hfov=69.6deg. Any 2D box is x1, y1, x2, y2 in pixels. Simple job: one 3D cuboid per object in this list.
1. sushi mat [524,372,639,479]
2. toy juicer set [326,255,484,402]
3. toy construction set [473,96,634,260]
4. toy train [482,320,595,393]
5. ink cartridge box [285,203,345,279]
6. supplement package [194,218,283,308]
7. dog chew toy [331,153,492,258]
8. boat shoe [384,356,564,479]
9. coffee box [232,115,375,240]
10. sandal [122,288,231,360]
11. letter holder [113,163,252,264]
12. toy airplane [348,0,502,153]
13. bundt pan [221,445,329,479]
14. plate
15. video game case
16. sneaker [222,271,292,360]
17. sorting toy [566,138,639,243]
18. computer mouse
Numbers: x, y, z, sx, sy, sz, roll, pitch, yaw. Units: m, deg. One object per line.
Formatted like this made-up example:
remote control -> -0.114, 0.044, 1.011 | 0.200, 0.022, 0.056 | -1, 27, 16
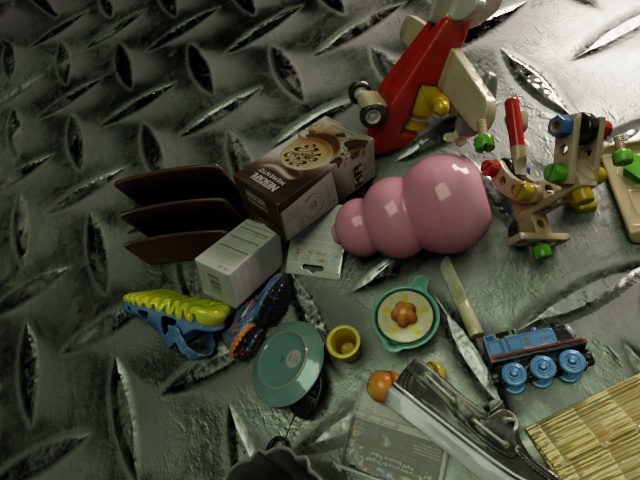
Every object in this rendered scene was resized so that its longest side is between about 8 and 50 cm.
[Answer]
sushi mat -> 0.526, 0.316, 0.763 | 0.316, 0.019, 0.151 | -27, 57, 4
toy juicer set -> 0.191, 0.177, 0.901 | 0.329, 0.089, 0.209 | -35, 54, -7
toy construction set -> 0.414, -0.097, 0.862 | 0.257, 0.308, 0.237 | -16, 68, 43
toy train -> 0.389, 0.208, 0.834 | 0.184, 0.080, 0.105 | -17, 54, 11
ink cartridge box -> 0.000, 0.000, 1.111 | 0.145, 0.045, 0.180 | 6, 85, 22
supplement package -> -0.181, 0.049, 1.061 | 0.105, 0.105, 0.179 | 20, 43, 28
dog chew toy -> 0.181, -0.053, 0.977 | 0.331, 0.206, 0.207 | -15, 60, 20
boat shoe -> 0.272, 0.316, 0.760 | 0.335, 0.121, 0.119 | 32, 87, 14
coffee box -> -0.031, -0.154, 1.089 | 0.297, 0.119, 0.168 | -39, 52, -24
sandal -> -0.352, 0.193, 1.085 | 0.317, 0.126, 0.138 | 9, 98, 33
letter holder -> -0.353, -0.062, 1.154 | 0.301, 0.214, 0.152 | -7, 62, 16
toy airplane -> 0.278, -0.393, 1.063 | 0.384, 0.272, 0.386 | 1, 73, 59
bundt pan -> -0.079, 0.529, 0.759 | 0.330, 0.124, 0.331 | -30, 34, 22
plate -> -0.077, 0.254, 0.975 | 0.188, 0.024, 0.188 | -22, 46, 25
video game case -> 0.146, 0.371, 0.870 | 0.190, 0.022, 0.173 | 10, 67, 23
sneaker -> -0.149, 0.160, 1.051 | 0.087, 0.083, 0.221 | 22, 68, 41
sorting toy -> 0.653, -0.108, 0.921 | 0.307, 0.041, 0.229 | -8, 62, 16
computer mouse -> -0.048, 0.369, 0.936 | 0.071, 0.041, 0.242 | 19, 78, 36
